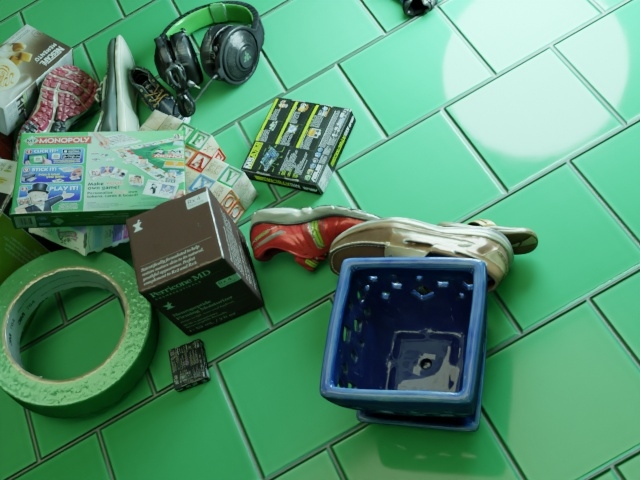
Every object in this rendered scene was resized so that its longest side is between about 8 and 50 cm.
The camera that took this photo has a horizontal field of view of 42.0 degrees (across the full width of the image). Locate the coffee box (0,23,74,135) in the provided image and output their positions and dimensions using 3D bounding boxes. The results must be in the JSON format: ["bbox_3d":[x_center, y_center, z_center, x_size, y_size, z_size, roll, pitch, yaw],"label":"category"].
[{"bbox_3d":[-0.709,-0.378,1.953,0.141,0.098,0.246,30,55,8],"label":"coffee box"}]

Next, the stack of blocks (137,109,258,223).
[{"bbox_3d":[-0.275,-0.139,1.730,0.297,0.087,0.171,27,73,30],"label":"stack of blocks"}]

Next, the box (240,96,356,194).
[{"bbox_3d":[-0.045,-0.197,1.710,0.184,0.045,0.190,12,67,27],"label":"box"}]

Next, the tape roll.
[{"bbox_3d":[-0.473,0.170,1.582,0.321,0.077,0.321,-1,62,2],"label":"tape roll"}]

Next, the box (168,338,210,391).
[{"bbox_3d":[-0.244,0.231,1.547,0.067,0.018,0.083,-22,57,6],"label":"box"}]

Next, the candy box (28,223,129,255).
[{"bbox_3d":[-0.457,-0.047,1.683,0.165,0.196,0.070,20,114,27],"label":"candy box"}]

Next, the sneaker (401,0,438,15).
[{"bbox_3d":[0.183,-0.533,1.813,0.152,0.058,0.084,18,60,20],"label":"sneaker"}]

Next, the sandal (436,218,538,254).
[{"bbox_3d":[0.293,-0.011,1.472,0.180,0.072,0.049,2,47,19],"label":"sandal"}]

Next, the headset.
[{"bbox_3d":[-0.263,-0.420,1.825,0.243,0.185,0.394,-5,48,14],"label":"headset"}]

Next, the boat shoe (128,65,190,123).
[{"bbox_3d":[-0.366,-0.319,1.868,0.065,0.083,0.183,-44,57,-8],"label":"boat shoe"}]

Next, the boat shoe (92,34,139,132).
[{"bbox_3d":[-0.475,-0.333,1.897,0.099,0.116,0.319,-13,63,8],"label":"boat shoe"}]

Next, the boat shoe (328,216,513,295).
[{"bbox_3d":[0.163,0.037,1.435,0.324,0.123,0.116,-2,32,19],"label":"boat shoe"}]

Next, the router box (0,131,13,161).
[{"bbox_3d":[-0.907,-0.229,2.007,0.335,0.082,0.301,-18,57,9],"label":"router box"}]

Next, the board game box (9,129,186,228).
[{"bbox_3d":[-0.418,-0.122,1.605,0.317,0.046,0.213,-2,50,-8],"label":"board game box"}]

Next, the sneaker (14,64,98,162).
[{"bbox_3d":[-0.622,-0.285,1.927,0.112,0.121,0.299,-33,28,53],"label":"sneaker"}]

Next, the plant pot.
[{"bbox_3d":[0.151,0.176,1.324,0.236,0.212,0.236,0,61,20],"label":"plant pot"}]

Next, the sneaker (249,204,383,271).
[{"bbox_3d":[0.000,0.000,1.565,0.279,0.107,0.118,-2,81,20],"label":"sneaker"}]

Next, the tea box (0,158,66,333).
[{"bbox_3d":[-0.739,0.006,1.731,0.329,0.220,0.323,11,65,24],"label":"tea box"}]

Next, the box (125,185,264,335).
[{"bbox_3d":[-0.229,0.042,1.541,0.168,0.203,0.167,-22,57,7],"label":"box"}]
